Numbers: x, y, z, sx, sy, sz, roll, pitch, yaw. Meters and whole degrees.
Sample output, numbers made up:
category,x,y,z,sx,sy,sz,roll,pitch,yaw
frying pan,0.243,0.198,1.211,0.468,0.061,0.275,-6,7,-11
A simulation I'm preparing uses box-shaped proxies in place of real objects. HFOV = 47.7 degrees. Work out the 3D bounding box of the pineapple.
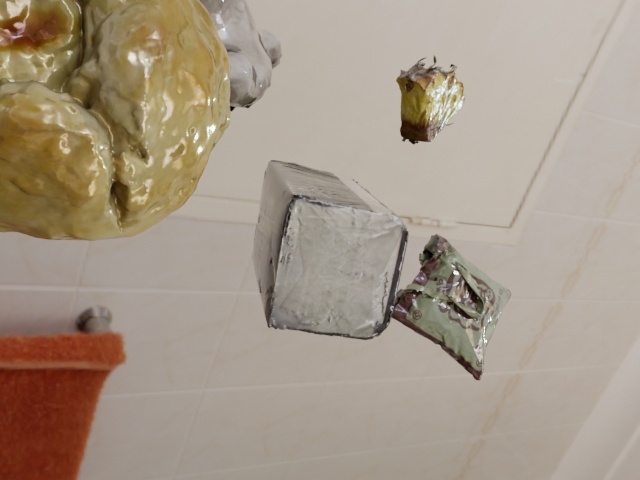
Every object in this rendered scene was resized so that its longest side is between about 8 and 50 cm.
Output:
category,x,y,z,sx,sy,sz,roll,pitch,yaw
pineapple,0.138,-0.188,0.983,0.069,0.137,0.116,19,-82,32

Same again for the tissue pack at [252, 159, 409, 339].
category,x,y,z,sx,sy,sz,roll,pitch,yaw
tissue pack,0.000,0.000,1.196,0.370,0.198,0.210,-124,-139,-74

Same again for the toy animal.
category,x,y,z,sx,sy,sz,roll,pitch,yaw
toy animal,-0.206,-0.181,0.856,0.344,0.302,0.194,-23,-90,11

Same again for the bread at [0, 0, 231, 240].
category,x,y,z,sx,sy,sz,roll,pitch,yaw
bread,-0.176,-0.118,0.504,0.134,0.244,0.244,142,-54,-72

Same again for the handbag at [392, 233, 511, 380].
category,x,y,z,sx,sy,sz,roll,pitch,yaw
handbag,0.269,0.130,1.456,0.213,0.235,0.127,-59,-168,-22
